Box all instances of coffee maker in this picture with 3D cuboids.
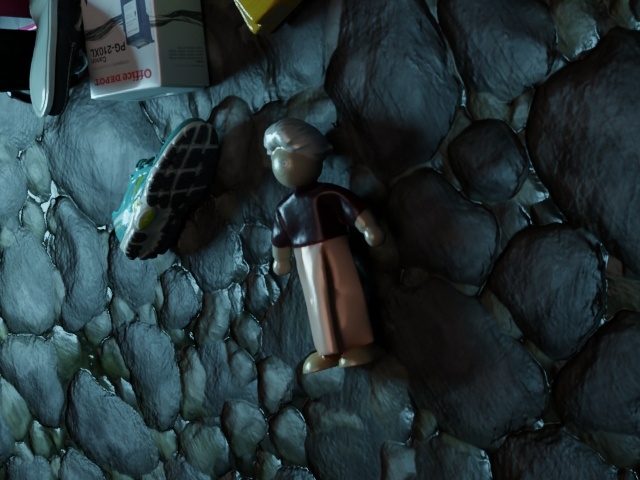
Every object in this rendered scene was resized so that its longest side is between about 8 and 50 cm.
[{"bbox_3d":[-0.490,-0.304,1.803,0.171,0.178,0.120,-28,79,40],"label":"coffee maker"}]

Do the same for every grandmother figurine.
[{"bbox_3d":[0.000,0.000,1.482,0.208,0.104,0.342,-16,89,32],"label":"grandmother figurine"}]

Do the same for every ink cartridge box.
[{"bbox_3d":[-0.270,-0.337,1.659,0.172,0.100,0.237,-2,95,42],"label":"ink cartridge box"}]

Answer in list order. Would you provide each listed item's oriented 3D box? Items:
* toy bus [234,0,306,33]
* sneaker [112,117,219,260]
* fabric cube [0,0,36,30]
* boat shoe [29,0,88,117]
[{"bbox_3d":[-0.139,-0.447,1.510,0.108,0.130,0.333,-37,72,38],"label":"toy bus"},{"bbox_3d":[-0.252,-0.089,1.686,0.275,0.107,0.110,-52,54,33],"label":"sneaker"},{"bbox_3d":[-0.621,-0.478,1.842,0.259,0.254,0.258,-4,92,42],"label":"fabric cube"},{"bbox_3d":[-0.397,-0.318,1.712,0.114,0.091,0.302,-38,49,49],"label":"boat shoe"}]
